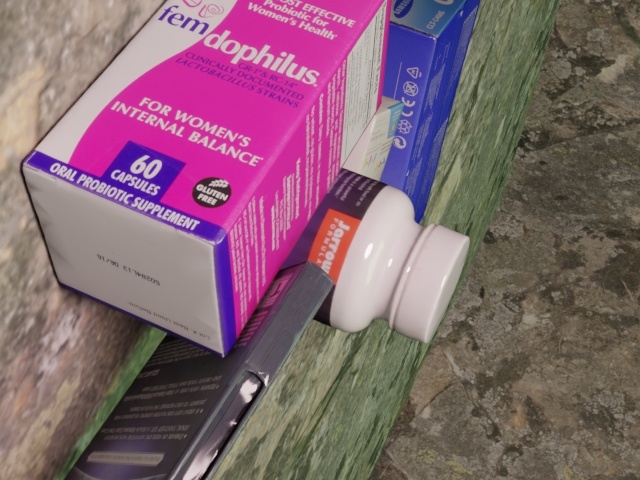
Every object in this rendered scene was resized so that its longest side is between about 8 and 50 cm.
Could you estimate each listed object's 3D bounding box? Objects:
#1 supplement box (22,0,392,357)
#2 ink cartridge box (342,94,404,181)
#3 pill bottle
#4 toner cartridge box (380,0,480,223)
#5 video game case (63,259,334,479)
[{"bbox_3d":[-0.052,-0.065,0.547,0.114,0.111,0.220,94,22,-53],"label":"supplement box"},{"bbox_3d":[-0.001,-0.057,0.796,0.092,0.090,0.143,-37,145,-65],"label":"ink cartridge box"},{"bbox_3d":[0.000,0.000,0.667,0.108,0.193,0.108,21,90,-76],"label":"pill bottle"},{"bbox_3d":[0.092,-0.125,1.077,0.165,0.075,0.347,-55,162,-46],"label":"toner cartridge box"},{"bbox_3d":[-0.111,0.137,0.556,0.274,0.026,0.196,-58,-163,-25],"label":"video game case"}]
